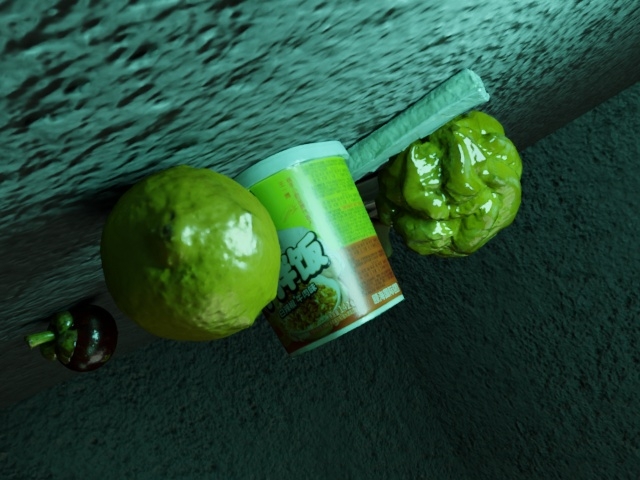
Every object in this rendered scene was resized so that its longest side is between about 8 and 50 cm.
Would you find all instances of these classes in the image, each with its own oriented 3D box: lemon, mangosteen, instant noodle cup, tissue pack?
[{"bbox_3d":[-0.165,0.019,0.800,0.234,0.233,0.288,-27,174,-6],"label":"lemon"},{"bbox_3d":[-0.530,0.200,1.331,0.156,0.181,0.145,-10,-127,48],"label":"mangosteen"},{"bbox_3d":[-0.021,0.023,1.096,0.294,0.307,0.294,-27,175,-3],"label":"instant noodle cup"},{"bbox_3d":[0.111,-0.104,1.757,0.170,0.071,0.325,-24,175,-4],"label":"tissue pack"}]

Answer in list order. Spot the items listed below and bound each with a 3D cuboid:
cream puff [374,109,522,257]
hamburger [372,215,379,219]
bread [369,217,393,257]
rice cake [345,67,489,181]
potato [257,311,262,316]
[{"bbox_3d":[0.246,-0.125,1.294,0.324,0.291,0.257,-9,162,32],"label":"cream puff"},{"bbox_3d":[0.163,-0.076,2.229,0.141,0.081,0.126,-10,164,-29],"label":"hamburger"},{"bbox_3d":[-0.010,0.025,1.655,0.333,0.143,0.324,-13,174,25],"label":"bread"},{"bbox_3d":[0.151,-0.201,1.140,0.336,0.063,0.066,-29,166,33],"label":"rice cake"},{"bbox_3d":[-0.247,0.121,1.424,0.304,0.215,0.216,-20,171,-37],"label":"potato"}]
